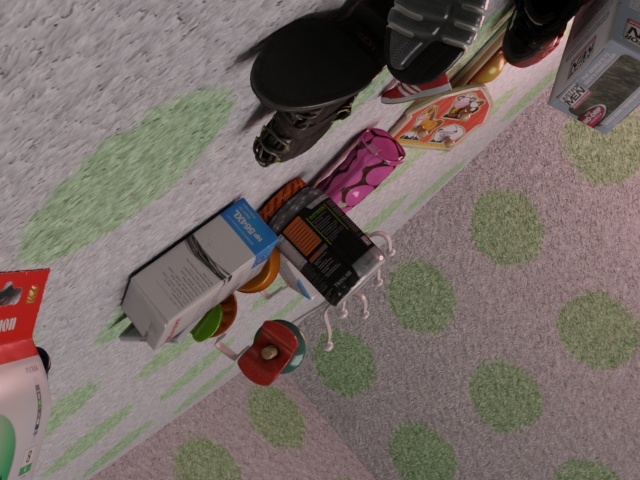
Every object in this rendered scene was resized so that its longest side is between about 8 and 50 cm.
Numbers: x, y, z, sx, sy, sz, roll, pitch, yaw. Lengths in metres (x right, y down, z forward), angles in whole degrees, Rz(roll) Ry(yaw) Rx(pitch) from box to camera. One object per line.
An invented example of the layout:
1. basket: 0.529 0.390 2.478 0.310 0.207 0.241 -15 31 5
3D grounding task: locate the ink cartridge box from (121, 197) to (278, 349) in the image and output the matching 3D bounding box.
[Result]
1. ink cartridge box: -0.172 0.049 1.519 0.203 0.086 0.148 -37 173 -25

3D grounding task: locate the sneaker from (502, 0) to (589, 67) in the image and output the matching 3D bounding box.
1. sneaker: 0.348 -0.360 1.707 0.135 0.097 0.276 -36 170 -33

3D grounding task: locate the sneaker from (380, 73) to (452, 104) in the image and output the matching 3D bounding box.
1. sneaker: 0.132 -0.239 1.579 0.118 0.067 0.042 -8 -162 38

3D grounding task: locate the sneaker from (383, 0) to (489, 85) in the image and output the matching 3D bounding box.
1. sneaker: 0.138 -0.263 1.061 0.229 0.086 0.132 -66 174 20

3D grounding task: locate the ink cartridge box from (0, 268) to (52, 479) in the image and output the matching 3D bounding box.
1. ink cartridge box: -0.312 0.145 1.057 0.181 0.056 0.225 -4 112 -80

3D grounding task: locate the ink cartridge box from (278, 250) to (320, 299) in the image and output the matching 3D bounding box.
1. ink cartridge box: -0.030 0.038 1.999 0.090 0.092 0.143 -36 -161 -13

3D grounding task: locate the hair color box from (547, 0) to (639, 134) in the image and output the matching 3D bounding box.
1. hair color box: 0.489 -0.372 1.699 0.374 0.113 0.185 -67 -173 -30

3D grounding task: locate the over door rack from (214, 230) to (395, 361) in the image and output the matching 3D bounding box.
1. over door rack: -0.016 0.119 2.082 0.324 0.108 0.239 -22 -158 27

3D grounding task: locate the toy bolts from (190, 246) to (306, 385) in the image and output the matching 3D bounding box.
1. toy bolts: -0.102 0.106 1.730 0.218 0.228 0.158 -50 172 10

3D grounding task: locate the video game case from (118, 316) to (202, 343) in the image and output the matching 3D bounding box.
1. video game case: -0.233 0.122 1.615 0.122 0.011 0.087 -2 -146 36

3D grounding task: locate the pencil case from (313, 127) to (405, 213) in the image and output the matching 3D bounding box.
1. pencil case: 0.044 -0.094 1.792 0.209 0.095 0.098 -47 156 29

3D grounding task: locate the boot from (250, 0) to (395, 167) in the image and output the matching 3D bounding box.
1. boot: -0.013 -0.145 1.148 0.263 0.091 0.229 -34 172 -41

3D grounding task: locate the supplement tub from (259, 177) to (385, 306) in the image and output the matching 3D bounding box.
1. supplement tub: 0.000 0.000 1.689 0.117 0.190 0.117 -42 174 -6

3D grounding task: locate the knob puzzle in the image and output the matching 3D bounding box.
1. knob puzzle: 0.229 -0.213 1.923 0.213 0.030 0.213 -15 155 -7

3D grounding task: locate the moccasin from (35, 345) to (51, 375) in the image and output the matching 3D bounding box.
1. moccasin: -0.415 0.207 1.147 0.117 0.138 0.342 -50 -177 32

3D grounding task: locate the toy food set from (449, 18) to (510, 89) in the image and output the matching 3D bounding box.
1. toy food set: 0.354 -0.323 1.991 0.220 0.092 0.306 -32 170 -49
